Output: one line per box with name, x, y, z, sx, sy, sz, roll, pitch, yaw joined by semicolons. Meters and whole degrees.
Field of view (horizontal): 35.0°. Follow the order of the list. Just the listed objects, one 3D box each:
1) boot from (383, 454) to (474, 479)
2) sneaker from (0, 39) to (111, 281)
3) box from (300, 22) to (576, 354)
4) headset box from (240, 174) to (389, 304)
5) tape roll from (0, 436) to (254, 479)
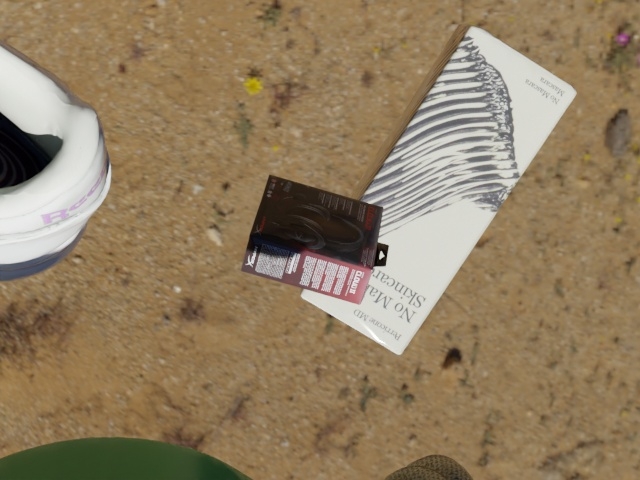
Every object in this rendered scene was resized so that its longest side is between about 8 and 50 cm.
boot;0.007;0.183;0.304;0.165;0.077;0.213;-6;89;-50
sneaker;-0.215;-0.076;0.362;0.305;0.152;0.114;19;75;-21
box;0.097;-0.047;0.892;0.113;0.094;0.275;30;101;-6
headset box;0.000;0.000;0.613;0.083;0.062;0.032;16;131;-1
tape roll;-0.156;0.291;0.721;0.321;0.077;0.321;-4;115;-9
